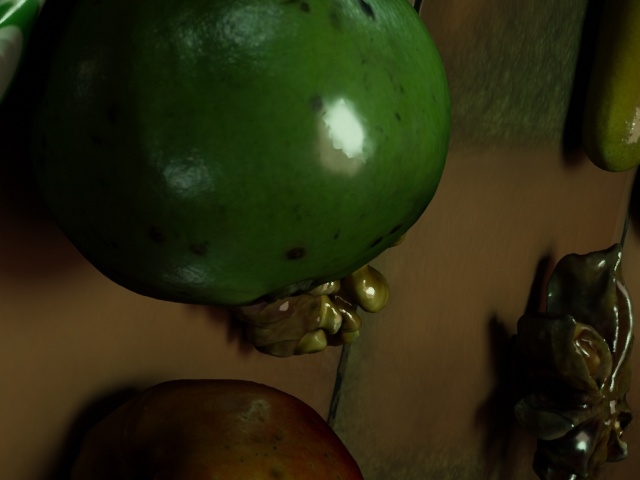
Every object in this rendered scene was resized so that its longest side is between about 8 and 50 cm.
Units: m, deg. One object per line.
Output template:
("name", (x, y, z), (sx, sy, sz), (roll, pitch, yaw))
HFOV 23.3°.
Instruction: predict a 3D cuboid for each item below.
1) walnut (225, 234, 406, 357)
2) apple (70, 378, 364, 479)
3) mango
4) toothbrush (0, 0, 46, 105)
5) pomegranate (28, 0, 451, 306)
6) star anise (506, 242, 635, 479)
("walnut", (0.000, 0.000, 0.889), (0.170, 0.069, 0.142), (26, 80, -63))
("apple", (-0.052, 0.154, 0.804), (0.156, 0.147, 0.158), (-53, 150, 6))
("mango", (0.273, -0.163, 1.254), (0.136, 0.099, 0.227), (6, 107, -65))
("toothbrush", (-0.148, -0.055, 0.632), (0.042, 0.040, 0.417), (36, 73, -62))
("pomegranate", (-0.042, -0.082, 0.689), (0.187, 0.187, 0.225), (5, 73, -61))
("star anise", (0.206, 0.107, 1.281), (0.214, 0.099, 0.220), (-46, 138, -62))
